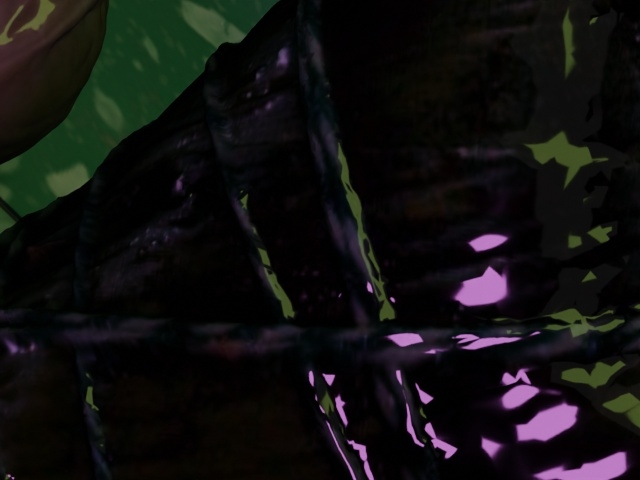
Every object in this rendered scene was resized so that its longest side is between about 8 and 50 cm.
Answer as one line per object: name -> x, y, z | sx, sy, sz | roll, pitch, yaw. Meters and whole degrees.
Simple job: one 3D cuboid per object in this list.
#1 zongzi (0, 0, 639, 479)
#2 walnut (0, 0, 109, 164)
zongzi -> 0.000, 0.000, 0.638 | 0.319, 0.383, 0.362 | -27, 116, -63
walnut -> -0.157, -0.104, 0.783 | 0.140, 0.140, 0.162 | 42, 23, -25
